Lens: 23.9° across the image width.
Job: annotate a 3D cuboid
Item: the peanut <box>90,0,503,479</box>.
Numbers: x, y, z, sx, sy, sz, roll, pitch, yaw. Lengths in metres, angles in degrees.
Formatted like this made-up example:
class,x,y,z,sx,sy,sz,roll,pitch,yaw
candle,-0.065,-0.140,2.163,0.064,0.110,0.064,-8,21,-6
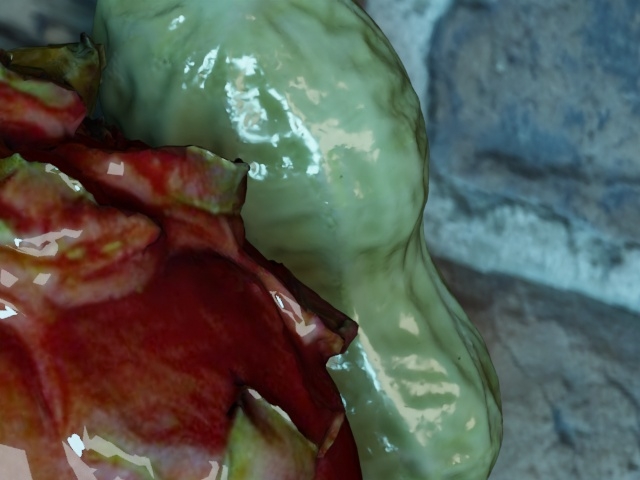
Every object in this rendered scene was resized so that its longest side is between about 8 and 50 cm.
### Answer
class,x,y,z,sx,sy,sz,roll,pitch,yaw
peanut,0.000,0.000,0.670,0.120,0.136,0.298,-35,115,-29

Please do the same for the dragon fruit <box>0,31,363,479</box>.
class,x,y,z,sx,sy,sz,roll,pitch,yaw
dragon fruit,-0.114,0.096,0.528,0.277,0.277,0.343,-7,90,-33
